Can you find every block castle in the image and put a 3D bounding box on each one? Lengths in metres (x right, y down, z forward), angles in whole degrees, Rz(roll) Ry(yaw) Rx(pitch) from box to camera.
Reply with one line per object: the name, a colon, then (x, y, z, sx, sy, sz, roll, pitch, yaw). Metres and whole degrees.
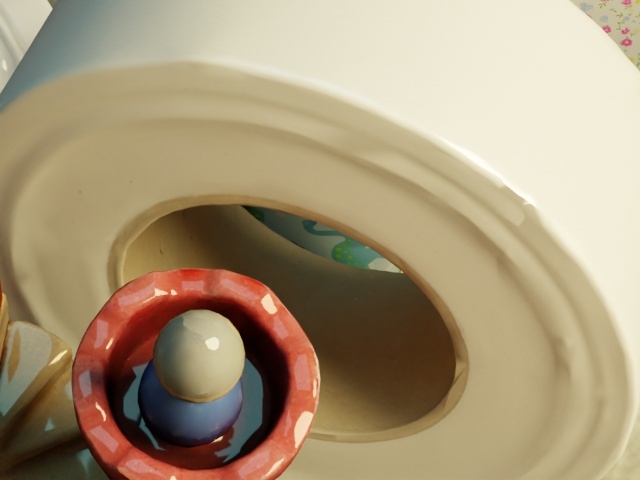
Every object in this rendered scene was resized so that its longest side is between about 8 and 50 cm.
block castle: (-0.239, 0.125, 0.658, 0.453, 0.213, 0.303, 10, 66, -2)

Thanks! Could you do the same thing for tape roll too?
tape roll: (0.000, 0.000, 0.793, 0.286, 0.286, 0.100, 14, 52, 11)

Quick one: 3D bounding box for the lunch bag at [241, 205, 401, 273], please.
lunch bag: (-0.029, -0.043, 0.926, 0.151, 0.129, 0.096, 10, 50, 7)

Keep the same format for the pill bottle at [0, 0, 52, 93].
pill bottle: (-0.227, -0.050, 0.933, 0.216, 0.121, 0.121, -29, 56, -22)

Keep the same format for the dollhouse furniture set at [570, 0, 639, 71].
dollhouse furniture set: (0.188, -0.148, 0.989, 0.303, 0.174, 0.355, -22, 54, -19)
